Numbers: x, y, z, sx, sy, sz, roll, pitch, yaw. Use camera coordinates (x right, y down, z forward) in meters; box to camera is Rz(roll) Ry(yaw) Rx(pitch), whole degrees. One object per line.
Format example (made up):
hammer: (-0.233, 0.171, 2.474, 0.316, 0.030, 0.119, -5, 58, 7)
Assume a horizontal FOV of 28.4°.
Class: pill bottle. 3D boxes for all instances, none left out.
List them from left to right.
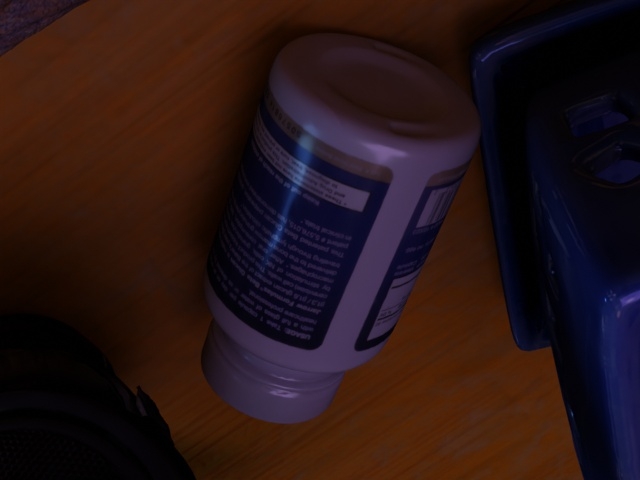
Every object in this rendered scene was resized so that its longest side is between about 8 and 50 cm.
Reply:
pill bottle: (0.000, 0.000, 0.576, 0.094, 0.094, 0.169, 6, 126, -23)

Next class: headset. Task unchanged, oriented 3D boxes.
headset: (-0.112, 0.089, 0.545, 0.394, 0.243, 0.185, 37, 85, -20)

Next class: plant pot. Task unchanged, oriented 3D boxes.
plant pot: (0.199, 0.000, 0.566, 0.236, 0.212, 0.236, -20, 132, -3)

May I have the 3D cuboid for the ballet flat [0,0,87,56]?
ballet flat: (-0.181, -0.060, 0.397, 0.107, 0.106, 0.316, 45, 77, -1)
